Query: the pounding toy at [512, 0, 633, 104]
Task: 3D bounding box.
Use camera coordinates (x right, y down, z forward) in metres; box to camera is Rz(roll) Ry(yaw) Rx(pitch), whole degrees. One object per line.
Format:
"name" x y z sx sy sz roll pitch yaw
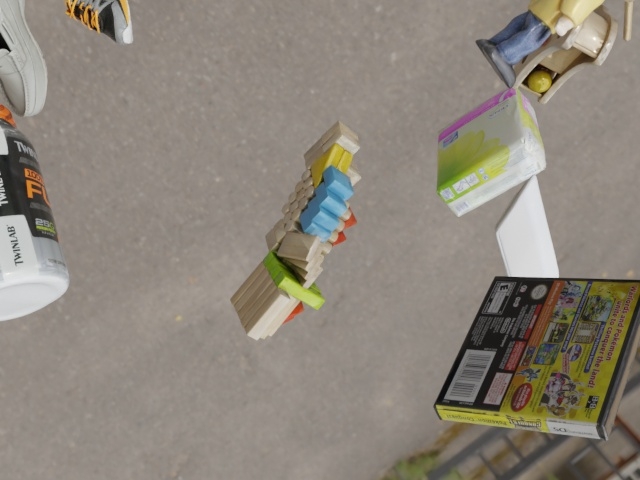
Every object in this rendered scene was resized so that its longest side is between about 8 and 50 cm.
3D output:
"pounding toy" 0.462 -0.330 1.649 0.155 0.154 0.269 25 139 -12

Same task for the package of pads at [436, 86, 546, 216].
"package of pads" 0.372 -0.202 2.096 0.229 0.296 0.101 -30 115 24

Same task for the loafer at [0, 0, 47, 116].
"loafer" -0.536 -0.331 1.583 0.111 0.112 0.319 -47 148 -36

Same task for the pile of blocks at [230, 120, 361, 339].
"pile of blocks" 0.000 0.000 1.472 0.113 0.149 0.362 31 80 -32

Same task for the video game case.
"video game case" 0.323 0.158 1.374 0.275 0.248 0.035 -57 132 -37

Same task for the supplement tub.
"supplement tub" -0.557 -0.049 1.593 0.207 0.338 0.207 -18 164 -6

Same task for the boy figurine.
"boy figurine" 0.380 -0.365 1.496 0.285 0.177 0.092 -36 109 9

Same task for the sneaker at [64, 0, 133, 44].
"sneaker" -0.371 -0.380 1.551 0.083 0.215 0.084 -24 143 -27

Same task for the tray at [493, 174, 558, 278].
"tray" 0.354 0.025 1.663 0.145 0.030 0.270 -53 139 -28
